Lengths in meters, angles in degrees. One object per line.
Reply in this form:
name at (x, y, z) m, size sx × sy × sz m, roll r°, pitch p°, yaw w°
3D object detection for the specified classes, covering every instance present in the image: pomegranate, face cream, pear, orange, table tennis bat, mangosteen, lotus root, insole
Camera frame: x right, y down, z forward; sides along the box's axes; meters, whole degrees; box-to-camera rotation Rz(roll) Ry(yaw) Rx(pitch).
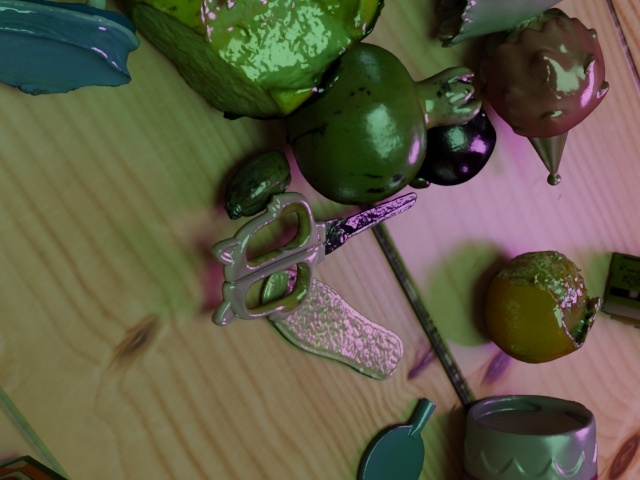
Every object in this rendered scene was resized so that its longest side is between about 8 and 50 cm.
pomegranate at (0.054, -0.143, 1.474) m, size 0.210 × 0.179 × 0.179 m, roll -44°, pitch 124°, yaw -12°
face cream at (0.270, 0.315, 1.757) m, size 0.175 × 0.175 × 0.195 m, roll -10°, pitch 107°, yaw -38°
pear at (-0.073, -0.282, 1.362) m, size 0.255 × 0.164 × 0.238 m, roll 46°, pitch 72°, yaw -35°
orange at (0.287, 0.087, 1.757) m, size 0.156 × 0.134 × 0.156 m, roll -28°, pitch 130°, yaw -39°
table tennis bat at (0.100, 0.267, 1.708) m, size 0.100 × 0.019 × 0.155 m, roll 41°, pitch 74°, yaw -37°
mangosteen at (0.127, -0.115, 1.597) m, size 0.151 × 0.137 × 0.137 m, roll -41°, pitch 130°, yaw 15°
lotus root at (-0.071, -0.059, 1.476) m, size 0.099 × 0.049 × 0.054 m, roll -45°, pitch 153°, yaw -25°
insole at (0.017, 0.104, 1.609) m, size 0.248 × 0.011 × 0.081 m, roll 31°, pitch 78°, yaw -40°

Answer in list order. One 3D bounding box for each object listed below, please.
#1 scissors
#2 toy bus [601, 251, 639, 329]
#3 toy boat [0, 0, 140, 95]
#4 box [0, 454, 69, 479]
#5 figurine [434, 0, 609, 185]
scissors at (0.000, 0.000, 1.539) m, size 0.317 × 0.024 × 0.160 m, roll -23°, pitch 126°, yaw -39°
toy bus at (0.542, 0.106, 1.993) m, size 0.301 × 0.113 × 0.139 m, roll 19°, pitch 86°, yaw -38°
toy boat at (-0.269, -0.202, 1.260) m, size 0.238 × 0.109 × 0.098 m, roll 7°, pitch 60°, yaw -41°
box at (-0.313, 0.335, 1.286) m, size 0.177 × 0.148 × 0.195 m, roll -19°, pitch 110°, yaw -36°
figurine at (0.258, -0.240, 1.662) m, size 0.207 × 0.166 × 0.387 m, roll -26°, pitch 122°, yaw 4°
